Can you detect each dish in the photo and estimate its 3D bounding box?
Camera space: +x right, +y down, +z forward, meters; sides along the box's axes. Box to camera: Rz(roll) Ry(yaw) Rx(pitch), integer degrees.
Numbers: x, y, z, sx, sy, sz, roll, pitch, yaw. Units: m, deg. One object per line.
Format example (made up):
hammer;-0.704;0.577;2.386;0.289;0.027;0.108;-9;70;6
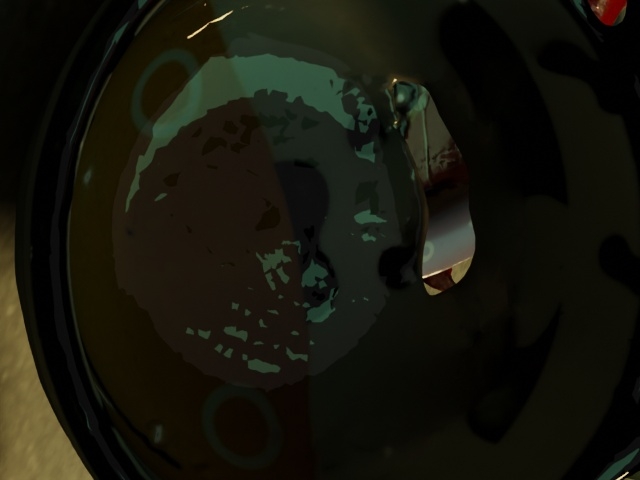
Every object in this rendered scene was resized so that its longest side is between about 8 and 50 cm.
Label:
dish;0.000;0.000;0.748;0.303;0.120;0.303;0;90;-31

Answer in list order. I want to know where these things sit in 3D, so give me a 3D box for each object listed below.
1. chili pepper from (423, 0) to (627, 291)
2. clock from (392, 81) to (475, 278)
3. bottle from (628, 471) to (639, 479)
chili pepper;0.137;-0.138;1.012;0.368;0.092;0.137;-64;-163;-3
clock;0.037;-0.066;0.886;0.172;0.064;0.198;38;76;-36
bottle;0.293;0.064;1.569;0.143;0.156;0.271;-85;-168;-77
